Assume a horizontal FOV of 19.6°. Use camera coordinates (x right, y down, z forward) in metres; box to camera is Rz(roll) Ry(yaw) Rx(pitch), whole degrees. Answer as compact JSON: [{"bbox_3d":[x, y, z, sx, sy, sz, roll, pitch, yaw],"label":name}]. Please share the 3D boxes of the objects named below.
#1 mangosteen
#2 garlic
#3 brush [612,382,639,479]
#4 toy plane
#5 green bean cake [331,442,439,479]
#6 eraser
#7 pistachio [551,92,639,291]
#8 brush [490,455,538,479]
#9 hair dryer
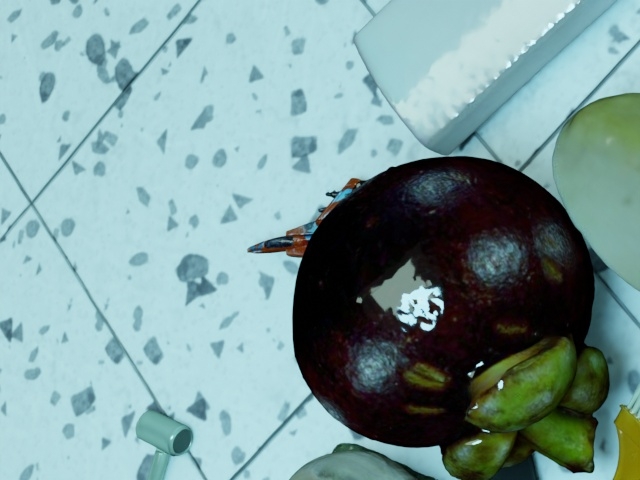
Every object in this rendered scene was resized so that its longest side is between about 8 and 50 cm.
[{"bbox_3d":[0.137,0.087,1.763,0.307,0.307,0.347,-43,67,20],"label":"mangosteen"},{"bbox_3d":[0.042,0.259,1.822,0.195,0.087,0.101,26,101,35],"label":"garlic"},{"bbox_3d":[0.274,0.252,1.734,0.090,0.017,0.314,46,124,37],"label":"brush"},{"bbox_3d":[0.002,0.001,2.037,0.189,0.061,0.130,-11,73,39],"label":"toy plane"},{"bbox_3d":[0.065,0.318,1.887,0.183,0.094,0.185,23,92,38],"label":"green bean cake"},{"bbox_3d":[0.176,-0.240,1.948,0.270,0.095,0.174,-42,57,20],"label":"eraser"},{"bbox_3d":[0.348,-0.030,1.717,0.288,0.166,0.197,26,82,35],"label":"pistachio"},{"bbox_3d":[0.197,0.279,1.831,0.063,0.016,0.193,-33,47,30],"label":"brush"},{"bbox_3d":[-0.191,0.263,2.132,0.063,0.038,0.124,20,98,40],"label":"hair dryer"}]
